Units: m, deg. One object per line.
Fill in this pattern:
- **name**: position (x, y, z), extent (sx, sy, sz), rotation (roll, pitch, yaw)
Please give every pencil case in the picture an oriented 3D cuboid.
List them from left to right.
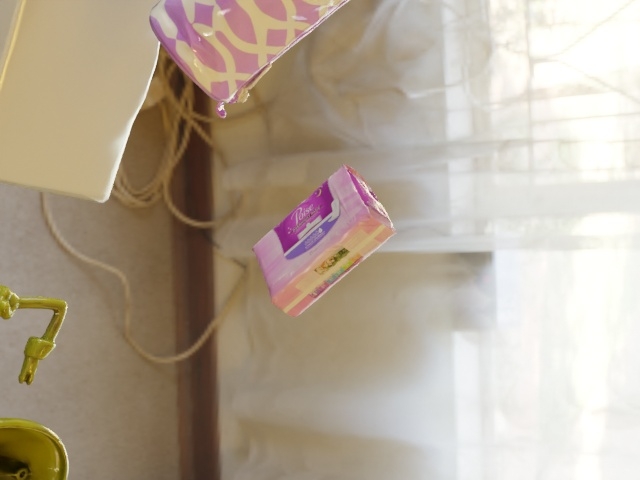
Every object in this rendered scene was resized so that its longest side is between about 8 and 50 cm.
- **pencil case**: position (-0.015, -0.170, 0.684), extent (0.088, 0.206, 0.086), rotation (53, 13, 0)

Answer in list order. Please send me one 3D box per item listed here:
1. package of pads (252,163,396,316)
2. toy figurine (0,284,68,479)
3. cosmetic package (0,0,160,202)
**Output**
- **package of pads**: position (0.000, 0.000, 0.616), extent (0.032, 0.083, 0.050), rotation (32, 24, -43)
- **toy figurine**: position (-0.356, 0.110, 0.636), extent (0.362, 0.217, 0.191), rotation (5, 84, -56)
- **cosmetic package**: position (-0.358, -0.214, 0.907), extent (0.161, 0.453, 0.230), rotation (10, 100, -61)
